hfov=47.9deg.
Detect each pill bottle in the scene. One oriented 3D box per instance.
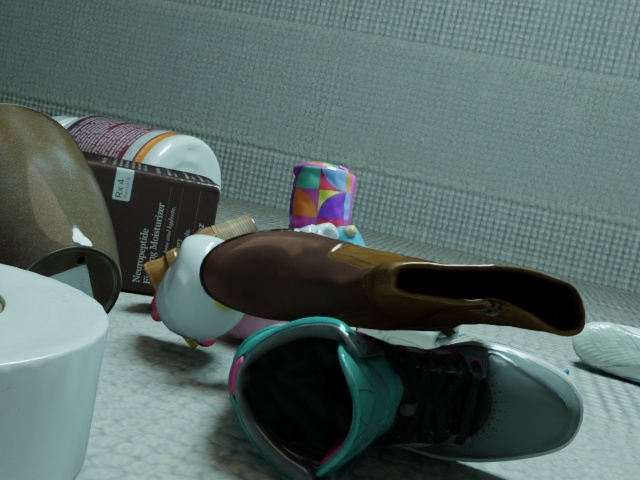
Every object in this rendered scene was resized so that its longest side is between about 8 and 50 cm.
[{"bbox_3d":[-0.419,-0.137,1.492,0.392,0.224,0.224,17,8,32],"label":"pill bottle"}]

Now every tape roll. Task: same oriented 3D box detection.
[{"bbox_3d":[-0.283,0.077,0.444,0.286,0.100,0.286,12,6,-1],"label":"tape roll"}]

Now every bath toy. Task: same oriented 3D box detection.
[{"bbox_3d":[-0.063,0.063,0.870,0.129,0.151,0.348,-28,-13,31],"label":"bath toy"}]

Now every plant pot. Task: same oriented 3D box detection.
[{"bbox_3d":[-0.308,-0.001,0.760,0.215,0.215,0.230,6,25,-44],"label":"plant pot"}]

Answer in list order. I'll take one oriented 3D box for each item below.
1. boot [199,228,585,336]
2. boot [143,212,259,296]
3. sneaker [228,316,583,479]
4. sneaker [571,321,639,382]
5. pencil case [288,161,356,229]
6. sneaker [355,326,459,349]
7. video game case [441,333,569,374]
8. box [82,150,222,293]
[{"bbox_3d":[0.032,0.044,0.601,0.264,0.096,0.280,15,-3,-9],"label":"boot"},{"bbox_3d":[-0.147,0.054,0.962,0.152,0.197,0.073,-26,51,-14],"label":"boot"},{"bbox_3d":[0.059,0.122,0.555,0.295,0.124,0.178,5,0,11],"label":"sneaker"},{"bbox_3d":[0.499,0.180,1.079,0.237,0.085,0.086,19,2,30],"label":"sneaker"},{"bbox_3d":[0.000,0.000,1.088,0.104,0.236,0.104,3,5,0],"label":"pencil case"},{"bbox_3d":[0.151,0.098,1.017,0.118,0.110,0.292,10,13,23],"label":"sneaker"},{"bbox_3d":[0.251,0.168,1.018,0.166,0.015,0.119,17,9,35],"label":"video game case"},{"bbox_3d":[-0.264,-0.024,1.042,0.203,0.168,0.167,10,8,-16],"label":"box"}]
